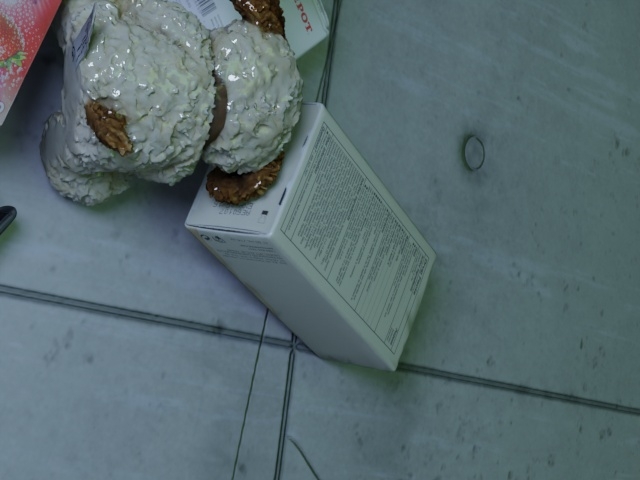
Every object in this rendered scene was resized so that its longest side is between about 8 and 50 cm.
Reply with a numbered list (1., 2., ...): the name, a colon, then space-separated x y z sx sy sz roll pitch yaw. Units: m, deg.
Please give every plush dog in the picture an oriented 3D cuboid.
1. plush dog: -0.120 -0.135 1.204 0.225 0.210 0.263 -5 115 -26

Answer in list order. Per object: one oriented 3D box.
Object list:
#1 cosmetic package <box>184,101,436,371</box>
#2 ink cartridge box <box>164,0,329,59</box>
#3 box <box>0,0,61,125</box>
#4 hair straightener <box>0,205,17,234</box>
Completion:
1. cosmetic package: 0.000 0.000 1.421 0.309 0.113 0.160 51 54 -49
2. ink cartridge box: -0.107 -0.232 1.369 0.218 0.092 0.159 -41 117 -37
3. box: -0.303 -0.250 1.118 0.142 0.154 0.300 39 61 -41
4. hair straightener: -0.333 0.056 1.154 0.089 0.047 0.230 49 56 -34
